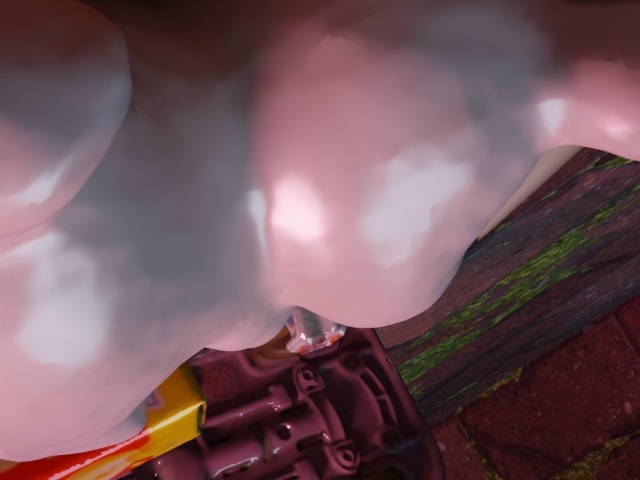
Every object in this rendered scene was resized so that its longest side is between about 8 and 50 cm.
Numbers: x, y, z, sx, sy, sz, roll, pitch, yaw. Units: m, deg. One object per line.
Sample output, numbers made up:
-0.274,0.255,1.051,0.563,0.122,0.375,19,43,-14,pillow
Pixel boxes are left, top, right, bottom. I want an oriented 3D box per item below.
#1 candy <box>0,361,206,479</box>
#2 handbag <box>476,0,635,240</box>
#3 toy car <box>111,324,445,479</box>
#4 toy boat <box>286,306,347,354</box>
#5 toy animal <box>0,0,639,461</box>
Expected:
-0.223,0.112,0.822,0.276,0.146,0.088,-23,164,-14,candy
0.133,-0.075,0.699,0.315,0.109,0.241,-52,175,11,handbag
-0.085,0.223,1.255,0.336,0.242,0.226,-19,160,-30,toy car
0.000,0.000,0.907,0.114,0.115,0.262,-19,163,-33,toy boat
-0.007,-0.061,0.507,0.367,0.196,0.241,-23,173,-11,toy animal
